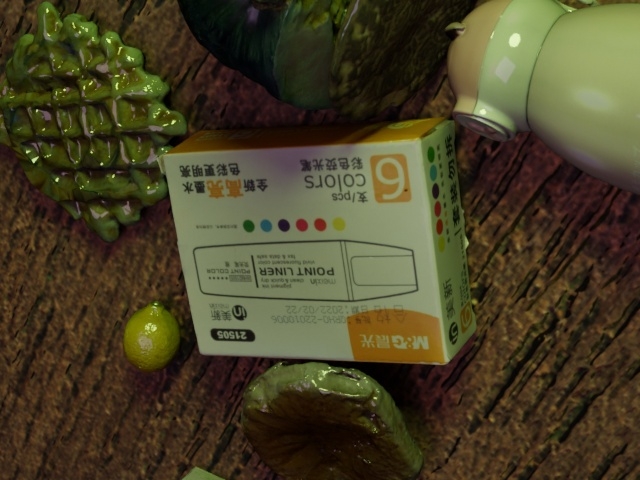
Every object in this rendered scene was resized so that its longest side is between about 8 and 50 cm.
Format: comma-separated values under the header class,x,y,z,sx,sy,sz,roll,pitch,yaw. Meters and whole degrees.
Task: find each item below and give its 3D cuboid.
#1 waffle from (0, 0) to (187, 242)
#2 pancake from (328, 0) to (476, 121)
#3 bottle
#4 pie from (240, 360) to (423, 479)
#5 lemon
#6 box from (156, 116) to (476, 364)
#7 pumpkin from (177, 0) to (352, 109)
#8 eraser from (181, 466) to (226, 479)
class,x,y,z,sx,sy,sz,roll,pitch,yaw
waffle,-0.239,-0.118,1.214,0.223,0.054,0.204,43,119,6
pancake,0.075,-0.181,0.975,0.021,0.199,0.199,38,120,23
bottle,0.210,-0.128,0.961,0.236,0.147,0.148,20,116,25
pie,0.007,0.191,1.180,0.195,0.046,0.195,13,138,12
lemon,-0.178,0.102,1.262,0.062,0.062,0.083,18,111,18
box,0.000,0.000,1.127,0.273,0.091,0.221,-3,108,26
pumpkin,-0.023,-0.268,0.948,0.196,0.263,0.293,32,127,22
eraser,-0.111,0.278,1.308,0.083,0.038,0.019,22,114,17
